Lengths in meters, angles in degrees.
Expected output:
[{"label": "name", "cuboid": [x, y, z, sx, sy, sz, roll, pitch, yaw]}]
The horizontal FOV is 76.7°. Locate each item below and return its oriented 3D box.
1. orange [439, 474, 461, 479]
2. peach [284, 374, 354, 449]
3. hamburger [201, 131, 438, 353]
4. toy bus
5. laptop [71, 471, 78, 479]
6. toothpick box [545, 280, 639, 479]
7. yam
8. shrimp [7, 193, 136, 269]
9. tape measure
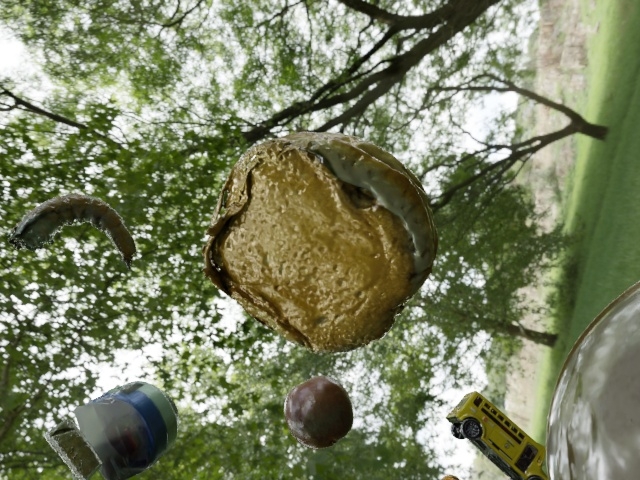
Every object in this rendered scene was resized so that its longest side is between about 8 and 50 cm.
[{"label": "orange", "cuboid": [0.360, 0.687, 1.104, 0.083, 0.084, 0.083, -28, -56, -51]}, {"label": "peach", "cuboid": [-0.004, 0.624, 1.465, 0.252, 0.252, 0.252, -28, -56, -51]}, {"label": "hamburger", "cuboid": [0.000, 0.000, 0.543, 0.158, 0.319, 0.318, -63, -27, -61]}, {"label": "toy bus", "cuboid": [0.561, 0.629, 1.243, 0.151, 0.331, 0.145, -43, -19, -19]}, {"label": "laptop", "cuboid": [-0.633, 0.710, 1.084, 0.015, 0.269, 0.187, -9, -98, -40]}, {"label": "toothpick box", "cuboid": [0.394, 0.199, 0.289, 0.408, 0.409, 0.425, -67, -27, -15]}, {"label": "yam", "cuboid": [-0.499, 0.425, 0.822, 0.054, 0.132, 0.054, -45, -14, -15]}, {"label": "shrimp", "cuboid": [-0.635, -0.034, 1.079, 0.287, 0.068, 0.185, 18, -115, -25]}, {"label": "tape measure", "cuboid": [-0.573, 0.565, 1.241, 0.259, 0.262, 0.138, 64, -163, 0]}]
